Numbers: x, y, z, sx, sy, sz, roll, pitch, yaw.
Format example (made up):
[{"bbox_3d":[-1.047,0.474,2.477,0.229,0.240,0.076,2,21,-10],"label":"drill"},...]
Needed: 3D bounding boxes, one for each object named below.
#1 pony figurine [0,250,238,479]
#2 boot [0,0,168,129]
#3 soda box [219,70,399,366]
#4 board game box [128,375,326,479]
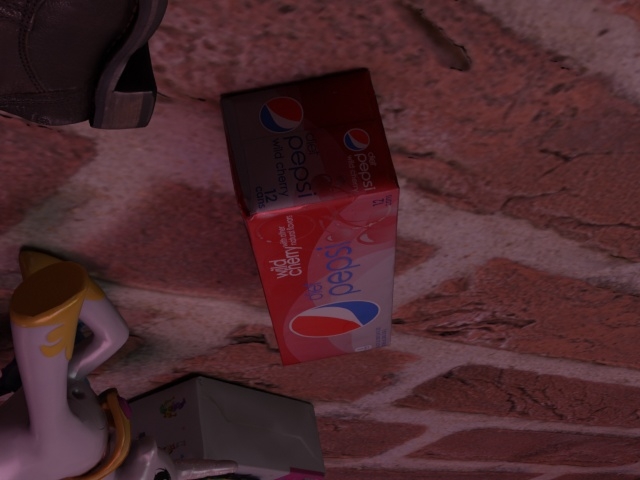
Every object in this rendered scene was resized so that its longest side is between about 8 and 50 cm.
[{"bbox_3d":[-0.258,0.180,0.730,0.351,0.303,0.363,-26,139,-8],"label":"pony figurine"},{"bbox_3d":[-0.179,-0.099,0.370,0.229,0.091,0.263,-6,156,-14],"label":"boot"},{"bbox_3d":[0.000,0.000,0.658,0.092,0.083,0.263,-11,155,-2],"label":"soda box"},{"bbox_3d":[-0.182,0.257,1.094,0.303,0.097,0.224,-24,152,26],"label":"board game box"}]
